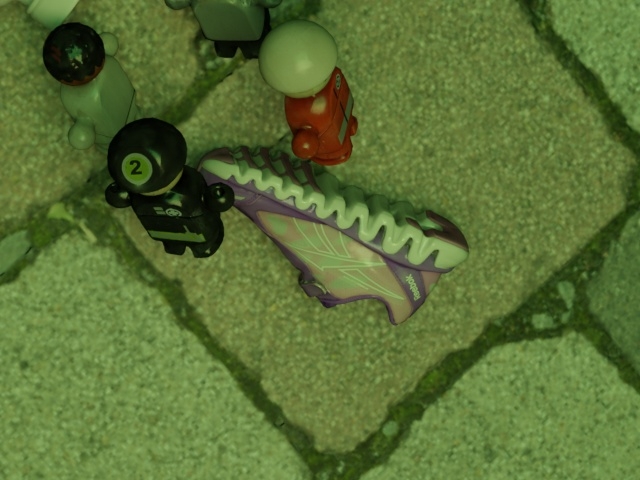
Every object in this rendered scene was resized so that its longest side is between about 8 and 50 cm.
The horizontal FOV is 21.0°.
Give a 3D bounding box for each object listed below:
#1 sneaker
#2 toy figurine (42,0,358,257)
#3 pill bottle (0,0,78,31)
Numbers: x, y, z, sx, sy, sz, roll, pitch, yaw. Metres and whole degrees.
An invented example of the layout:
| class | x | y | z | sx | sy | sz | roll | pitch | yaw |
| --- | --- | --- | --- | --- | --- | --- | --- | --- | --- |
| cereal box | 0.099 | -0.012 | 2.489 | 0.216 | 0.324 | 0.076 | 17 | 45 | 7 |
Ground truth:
| class | x | y | z | sx | sy | sz | roll | pitch | yaw |
| --- | --- | --- | --- | --- | --- | --- | --- | --- | --- |
| sneaker | 0.000 | 0.000 | 1.436 | 0.236 | 0.095 | 0.105 | 23 | 108 | -9 |
| toy figurine | -0.096 | -0.119 | 1.333 | 0.213 | 0.148 | 0.209 | -34 | 58 | -5 |
| pill bottle | -0.263 | -0.251 | 1.349 | 0.193 | 0.108 | 0.108 | 36 | 87 | -12 |
